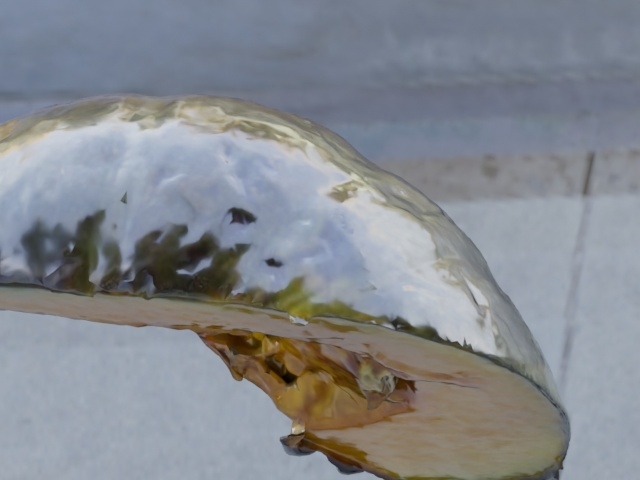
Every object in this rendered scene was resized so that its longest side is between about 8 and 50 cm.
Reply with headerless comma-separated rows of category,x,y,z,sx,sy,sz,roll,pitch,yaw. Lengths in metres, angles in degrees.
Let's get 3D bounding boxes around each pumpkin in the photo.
pumpkin,0.000,0.000,0.785,0.312,0.169,0.148,24,60,-38
